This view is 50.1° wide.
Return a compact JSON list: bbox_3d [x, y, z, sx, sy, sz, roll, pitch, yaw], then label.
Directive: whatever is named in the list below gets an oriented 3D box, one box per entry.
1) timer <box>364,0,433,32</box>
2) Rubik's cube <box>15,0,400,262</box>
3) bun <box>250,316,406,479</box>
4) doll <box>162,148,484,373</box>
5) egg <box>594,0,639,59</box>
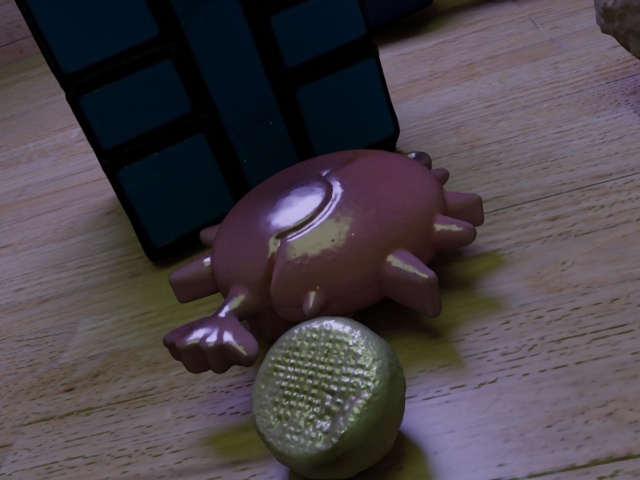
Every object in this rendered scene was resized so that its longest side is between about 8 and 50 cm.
[{"bbox_3d":[0.194,-0.486,1.016,0.383,0.271,0.270,-9,30,24],"label":"timer"},{"bbox_3d":[-0.123,-0.191,0.700,0.283,0.289,0.293,-26,30,-9],"label":"Rubik's cube"},{"bbox_3d":[0.008,0.084,0.357,0.086,0.055,0.086,-19,50,23],"label":"bun"},{"bbox_3d":[0.000,0.000,0.476,0.211,0.093,0.262,5,36,35],"label":"doll"},{"bbox_3d":[0.343,-0.232,0.549,0.245,0.204,0.203,-3,32,32],"label":"egg"}]
